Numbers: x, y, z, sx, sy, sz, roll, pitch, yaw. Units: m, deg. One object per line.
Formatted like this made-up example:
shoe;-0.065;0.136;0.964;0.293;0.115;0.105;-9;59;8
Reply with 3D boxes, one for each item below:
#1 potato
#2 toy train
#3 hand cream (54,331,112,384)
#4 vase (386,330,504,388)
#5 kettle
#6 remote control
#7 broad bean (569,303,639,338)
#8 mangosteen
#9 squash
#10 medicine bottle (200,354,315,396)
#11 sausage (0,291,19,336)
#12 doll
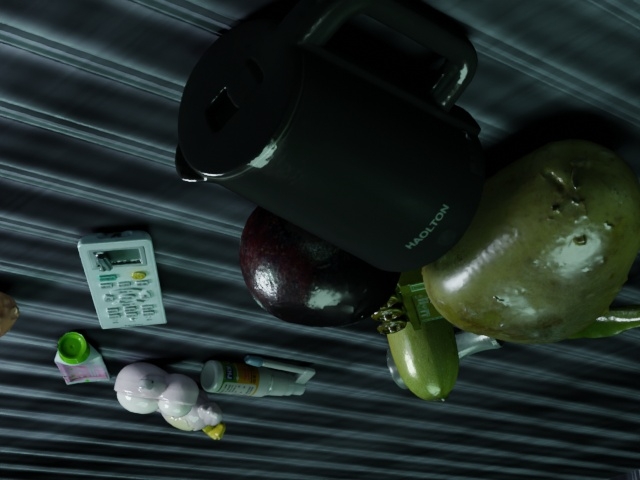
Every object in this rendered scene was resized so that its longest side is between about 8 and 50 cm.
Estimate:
potato;0.302;0.007;1.586;0.269;0.219;0.359;13;148;-24
toy train;0.141;0.077;1.870;0.137;0.090;0.225;-13;156;6
hand cream;-0.427;0.222;2.122;0.079;0.050;0.275;20;161;2
vase;0.234;0.205;2.207;0.214;0.086;0.086;-23;152;24
kettle;0.035;-0.112;1.273;0.262;0.203;0.308;-21;150;35
remote control;-0.291;0.061;1.767;0.103;0.051;0.293;-5;153;-5
broad bean;0.518;0.145;2.081;0.318;0.056;0.098;-1;148;41
mangosteen;-0.005;0.006;1.551;0.216;0.216;0.216;-5;157;-2
squash;0.177;0.187;2.022;0.123;0.187;0.123;-11;161;-4
medicine bottle;-0.116;0.259;2.267;0.220;0.061;0.092;12;132;-38
sausage;-0.569;0.146;1.846;0.086;0.086;0.289;16;147;-41
doll;-0.281;0.305;2.262;0.160;0.094;0.365;13;166;16
